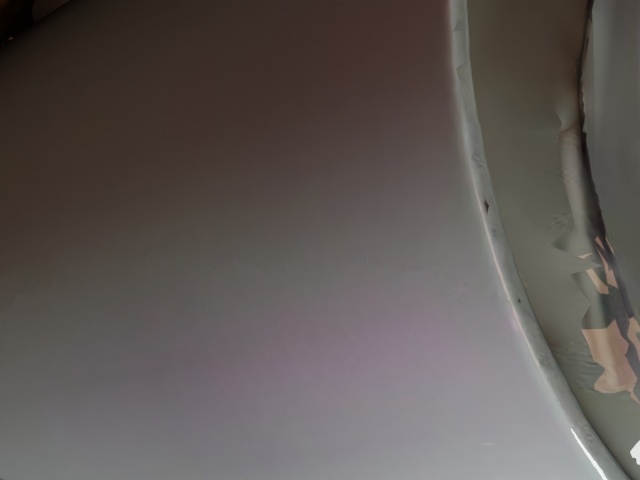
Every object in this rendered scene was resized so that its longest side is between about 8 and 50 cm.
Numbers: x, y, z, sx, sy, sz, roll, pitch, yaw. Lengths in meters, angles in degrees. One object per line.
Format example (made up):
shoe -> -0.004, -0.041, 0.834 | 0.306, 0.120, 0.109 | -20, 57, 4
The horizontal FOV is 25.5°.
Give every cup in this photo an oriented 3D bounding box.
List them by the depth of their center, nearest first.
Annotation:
cup -> 0.000, 0.000, 0.518 | 0.253, 0.372, 0.253 | 17, 67, -45

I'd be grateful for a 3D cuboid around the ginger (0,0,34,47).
ginger -> -0.235, -0.230, 0.492 | 0.176, 0.254, 0.418 | -29, 105, 1
